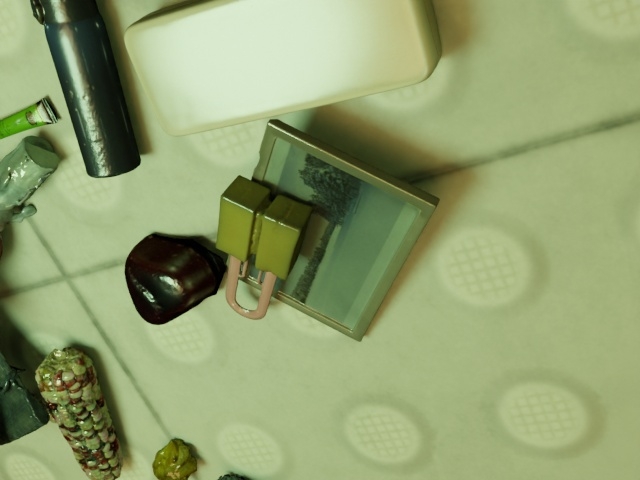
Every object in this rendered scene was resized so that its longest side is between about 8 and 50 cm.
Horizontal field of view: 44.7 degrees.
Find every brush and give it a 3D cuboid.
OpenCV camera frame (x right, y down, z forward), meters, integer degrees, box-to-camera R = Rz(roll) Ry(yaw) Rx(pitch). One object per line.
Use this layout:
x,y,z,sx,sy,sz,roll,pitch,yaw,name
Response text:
-0.082,0.027,0.993,0.103,0.047,0.233,24,140,7,brush

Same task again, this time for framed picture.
0.000,0.000,0.965,0.213,0.016,0.289,27,139,3,framed picture

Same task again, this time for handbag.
-0.553,0.218,1.275,0.270,0.089,0.175,51,128,3,handbag

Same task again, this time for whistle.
-0.499,-0.023,1.118,0.346,0.133,0.142,-36,118,25,whistle

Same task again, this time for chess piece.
-0.474,0.300,1.360,0.092,0.035,0.035,22,125,2,chess piece

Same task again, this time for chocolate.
-0.213,0.054,1.071,0.149,0.080,0.125,-29,104,41,chocolate

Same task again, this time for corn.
-0.391,0.294,1.296,0.092,0.092,0.280,2,125,20,corn

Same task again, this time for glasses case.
-0.045,-0.215,0.852,0.337,0.076,0.143,-7,117,24,glasses case

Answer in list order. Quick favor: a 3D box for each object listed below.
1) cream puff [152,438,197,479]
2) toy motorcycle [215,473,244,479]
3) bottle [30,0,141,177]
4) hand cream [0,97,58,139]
-0.247,0.379,1.305,0.083,0.058,0.083,-8,115,27,cream puff
-0.061,0.500,1.240,0.307,0.173,0.108,30,125,3,toy motorcycle
-0.286,-0.198,0.954,0.082,0.072,0.244,-17,120,-17,bottle
-0.410,-0.160,1.058,0.122,0.023,0.036,-15,110,23,hand cream
